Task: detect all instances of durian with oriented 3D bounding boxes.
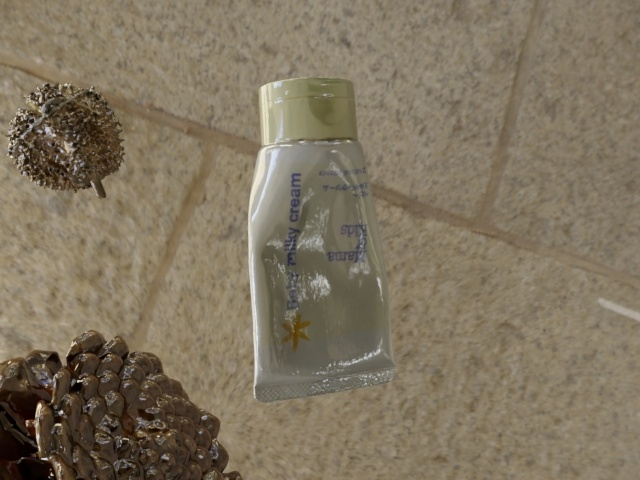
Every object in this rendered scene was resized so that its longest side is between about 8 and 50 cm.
[{"bbox_3d":[-0.176,-0.066,0.546,0.080,0.080,0.091,-27,86,-13],"label":"durian"}]

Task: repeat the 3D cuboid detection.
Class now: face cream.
[{"bbox_3d":[0.000,0.000,0.564,0.114,0.070,0.224,-4,90,-24],"label":"face cream"}]

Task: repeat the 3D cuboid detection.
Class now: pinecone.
[{"bbox_3d":[-0.303,0.311,0.908,0.385,0.384,0.384,2,76,-8],"label":"pinecone"}]
